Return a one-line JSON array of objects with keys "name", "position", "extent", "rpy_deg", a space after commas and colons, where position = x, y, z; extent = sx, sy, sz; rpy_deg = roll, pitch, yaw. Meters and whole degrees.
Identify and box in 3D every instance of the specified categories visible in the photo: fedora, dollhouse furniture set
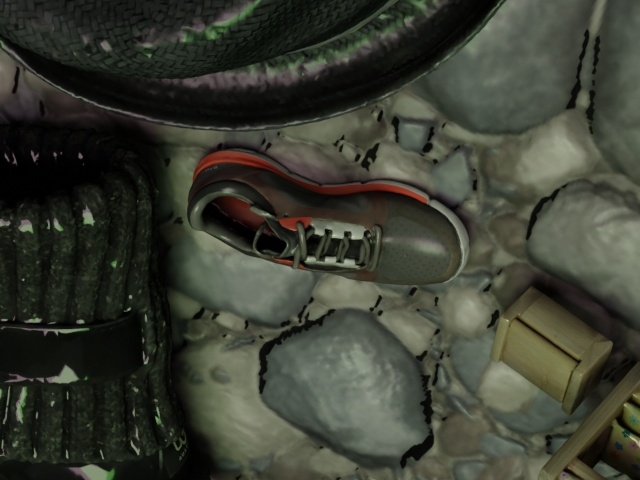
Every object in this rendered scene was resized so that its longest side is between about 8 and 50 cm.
[{"name": "fedora", "position": [-0.061, -0.168, 0.825], "extent": [0.334, 0.152, 0.334], "rpy_deg": [6, 118, 11]}, {"name": "dollhouse furniture set", "position": [0.144, 0.150, 0.953], "extent": [0.182, 0.101, 0.161], "rpy_deg": [35, 148, 21]}]

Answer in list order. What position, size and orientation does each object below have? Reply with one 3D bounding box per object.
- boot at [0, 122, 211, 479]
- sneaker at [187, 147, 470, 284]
[{"name": "boot", "position": [-0.237, 0.074, 0.997], "extent": [0.348, 0.131, 0.260], "rpy_deg": [-10, 121, 6]}, {"name": "sneaker", "position": [0.000, 0.000, 0.944], "extent": [0.158, 0.065, 0.061], "rpy_deg": [13, 118, 7]}]
